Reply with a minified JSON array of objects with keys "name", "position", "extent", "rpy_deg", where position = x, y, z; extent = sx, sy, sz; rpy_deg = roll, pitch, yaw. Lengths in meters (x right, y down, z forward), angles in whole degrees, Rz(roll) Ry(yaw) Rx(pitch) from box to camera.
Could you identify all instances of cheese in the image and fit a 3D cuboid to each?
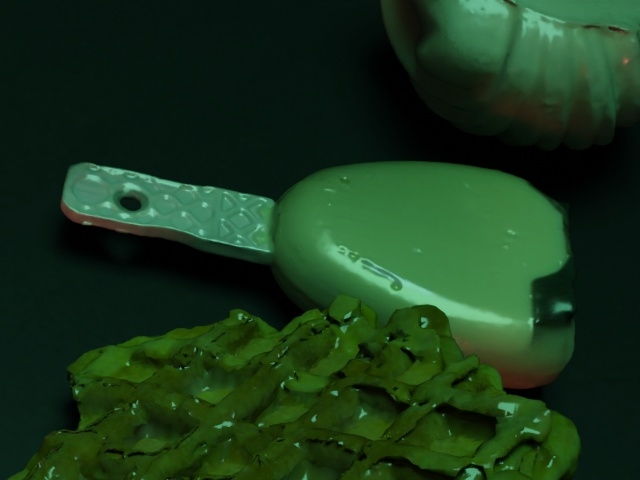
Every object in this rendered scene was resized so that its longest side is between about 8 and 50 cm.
[{"name":"cheese","position":[0.000,0.000,0.926],"extent":[0.251,0.054,0.127],"rpy_deg":[12,40,-7]}]

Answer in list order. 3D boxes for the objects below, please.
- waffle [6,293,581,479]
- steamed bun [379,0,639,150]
[{"name":"waffle","position":[-0.040,0.100,0.737],"extent":[0.291,0.051,0.291],"rpy_deg":[-9,26,5]},{"name":"steamed bun","position":[0.114,-0.116,1.067],"extent":[0.182,0.106,0.183],"rpy_deg":[14,37,-11]}]
